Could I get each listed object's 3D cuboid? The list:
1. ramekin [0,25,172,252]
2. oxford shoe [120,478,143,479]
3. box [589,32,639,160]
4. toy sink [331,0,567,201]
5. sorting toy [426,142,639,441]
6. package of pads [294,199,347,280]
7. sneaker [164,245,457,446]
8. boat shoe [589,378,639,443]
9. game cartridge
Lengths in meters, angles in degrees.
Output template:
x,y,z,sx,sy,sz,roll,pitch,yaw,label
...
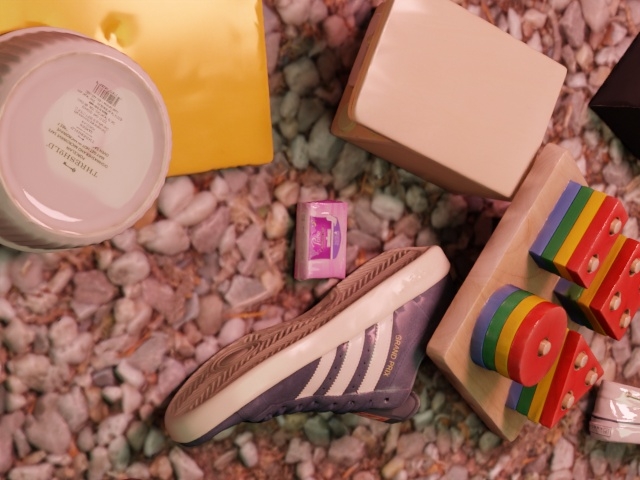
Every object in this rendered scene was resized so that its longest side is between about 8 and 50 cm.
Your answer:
x,y,z,sx,sy,sz,roll,pitch,yaw,label
-0.231,-0.088,1.550,0.207,0.109,0.207,-3,96,-29,ramekin
-0.232,0.311,1.667,0.212,0.076,0.076,-41,111,-21,oxford shoe
0.455,-0.193,1.981,0.184,0.103,0.261,42,75,-23,box
0.108,-0.153,1.774,0.234,0.131,0.153,23,84,-34,toy sink
0.247,0.073,1.831,0.255,0.089,0.257,-58,148,-11,sorting toy
0.000,0.000,1.786,0.050,0.032,0.083,-1,96,-30,package of pads
0.012,0.141,1.750,0.350,0.131,0.148,-30,104,-23,sneaker
0.416,0.199,2.008,0.226,0.083,0.076,6,94,-29,boat shoe
-0.204,-0.195,1.647,0.323,0.052,0.285,-9,99,-30,game cartridge
